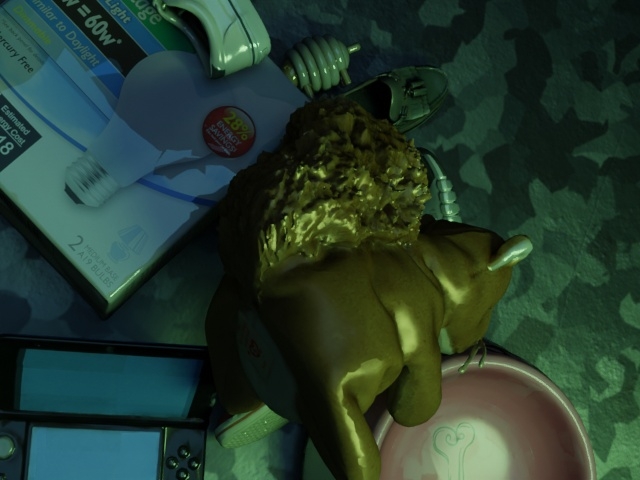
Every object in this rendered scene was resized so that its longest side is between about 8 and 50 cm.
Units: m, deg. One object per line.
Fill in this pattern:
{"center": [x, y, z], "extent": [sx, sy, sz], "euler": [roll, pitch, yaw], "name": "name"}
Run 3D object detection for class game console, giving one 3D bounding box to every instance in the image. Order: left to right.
{"center": [-0.276, 0.254, 1.331], "extent": [0.293, 0.173, 0.250], "euler": [5, 79, -14], "name": "game console"}

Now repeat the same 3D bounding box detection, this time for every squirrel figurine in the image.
{"center": [0.069, 0.026, 1.254], "extent": [0.370, 0.281, 0.397], "euler": [-23, 109, -30], "name": "squirrel figurine"}

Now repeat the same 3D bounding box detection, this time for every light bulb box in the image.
{"center": [-0.262, -0.154, 1.375], "extent": [0.358, 0.225, 0.361], "euler": [46, 73, -3], "name": "light bulb box"}

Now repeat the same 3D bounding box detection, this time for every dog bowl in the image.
{"center": [0.187, 0.321, 1.439], "extent": [0.407, 0.150, 0.408], "euler": [2, 84, -19], "name": "dog bowl"}

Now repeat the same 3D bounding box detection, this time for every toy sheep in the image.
{"center": [-0.002, -0.251, 1.535], "extent": [0.132, 0.091, 0.091], "euler": [-25, 88, -14], "name": "toy sheep"}

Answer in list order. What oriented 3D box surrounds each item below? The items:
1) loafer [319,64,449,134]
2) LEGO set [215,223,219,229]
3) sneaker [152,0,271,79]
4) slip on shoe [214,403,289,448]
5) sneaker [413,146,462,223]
{"center": [0.078, -0.190, 1.545], "extent": [0.267, 0.084, 0.096], "euler": [-22, 87, -17], "name": "loafer"}
{"center": [0.000, 0.000, 1.456], "extent": [0.182, 0.060, 0.244], "euler": [-36, 65, -20], "name": "LEGO set"}
{"center": [-0.159, -0.310, 1.263], "extent": [0.091, 0.094, 0.258], "euler": [-33, 90, -23], "name": "sneaker"}
{"center": [-0.026, 0.152, 1.456], "extent": [0.101, 0.123, 0.331], "euler": [40, 72, 17], "name": "slip on shoe"}
{"center": [0.132, -0.013, 1.533], "extent": [0.132, 0.086, 0.229], "euler": [-18, 87, -15], "name": "sneaker"}
